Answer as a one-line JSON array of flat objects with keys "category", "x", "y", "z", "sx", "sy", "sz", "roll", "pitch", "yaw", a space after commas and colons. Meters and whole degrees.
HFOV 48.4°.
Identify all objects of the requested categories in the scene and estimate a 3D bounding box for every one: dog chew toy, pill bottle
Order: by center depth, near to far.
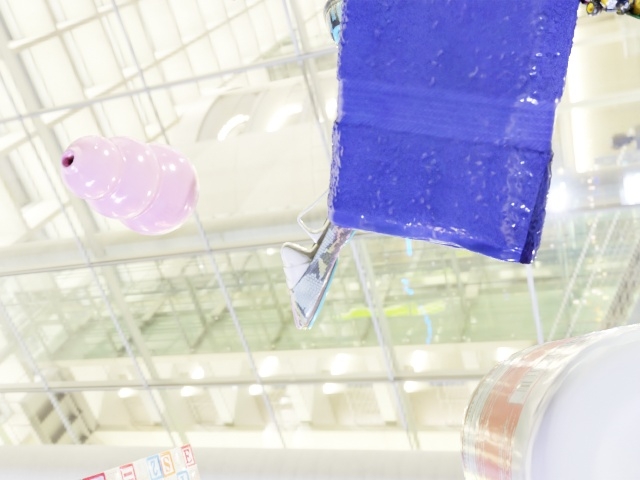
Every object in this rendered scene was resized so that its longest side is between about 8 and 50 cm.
[{"category": "pill bottle", "x": 0.261, "y": 0.206, "z": 0.681, "sx": 0.408, "sy": 0.228, "sz": 0.229, "roll": 81, "pitch": -172, "yaw": -78}, {"category": "dog chew toy", "x": -0.408, "y": -0.128, "z": 1.508, "sx": 0.332, "sy": 0.206, "sz": 0.207, "roll": 21, "pitch": -115, "yaw": -61}]

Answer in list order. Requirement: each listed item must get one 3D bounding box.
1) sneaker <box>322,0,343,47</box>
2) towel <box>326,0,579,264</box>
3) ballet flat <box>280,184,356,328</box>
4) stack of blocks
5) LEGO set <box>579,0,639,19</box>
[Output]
[{"category": "sneaker", "x": 0.132, "y": -0.376, "z": 1.534, "sx": 0.340, "sy": 0.125, "sz": 0.140, "roll": 35, "pitch": -148, "yaw": -26}, {"category": "towel", "x": 0.121, "y": -0.146, "z": 0.682, "sx": 0.076, "sy": 0.227, "sz": 0.308, "roll": -24, "pitch": -58, "yaw": -57}, {"category": "ballet flat", "x": 0.000, "y": 0.000, "z": 0.876, "sx": 0.222, "sy": 0.079, "sz": 0.077, "roll": -62, "pitch": 13, "yaw": 9}, {"category": "stack of blocks", "x": -0.303, "y": 0.465, "z": 1.221, "sx": 0.297, "sy": 0.087, "sz": 0.171, "roll": 22, "pitch": -131, "yaw": -72}, {"category": "LEGO set", "x": 0.412, "y": -0.318, "z": 0.683, "sx": 0.255, "sy": 0.331, "sz": 0.192, "roll": -111, "pitch": 20, "yaw": -58}]
